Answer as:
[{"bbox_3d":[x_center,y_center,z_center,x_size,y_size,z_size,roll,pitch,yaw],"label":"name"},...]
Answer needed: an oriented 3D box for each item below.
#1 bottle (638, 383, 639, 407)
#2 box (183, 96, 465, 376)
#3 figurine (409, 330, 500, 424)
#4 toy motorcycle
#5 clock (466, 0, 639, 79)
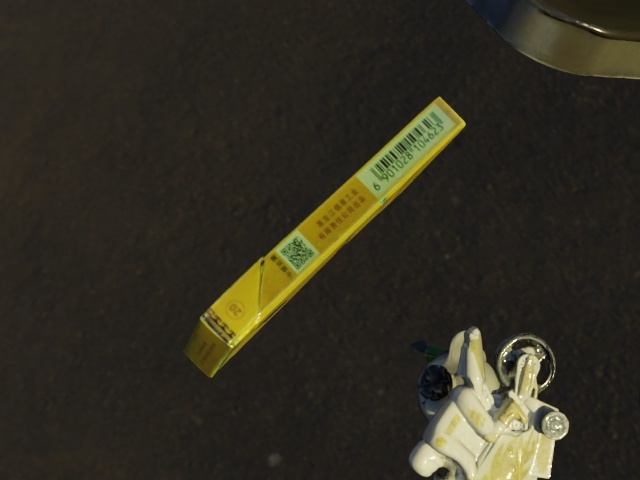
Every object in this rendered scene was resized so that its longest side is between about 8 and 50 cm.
[{"bbox_3d":[0.553,0.205,1.399,0.336,0.144,0.144,10,64,6],"label":"bottle"},{"bbox_3d":[0.001,-0.001,0.996,0.279,0.041,0.153,-43,-2,-19],"label":"box"},{"bbox_3d":[0.175,0.188,1.395,0.126,0.192,0.147,-13,61,33],"label":"figurine"},{"bbox_3d":[0.164,0.201,1.172,0.074,0.151,0.229,177,96,-86],"label":"toy motorcycle"},{"bbox_3d":[0.150,-0.170,0.595,0.279,0.273,0.049,58,138,39],"label":"clock"}]
